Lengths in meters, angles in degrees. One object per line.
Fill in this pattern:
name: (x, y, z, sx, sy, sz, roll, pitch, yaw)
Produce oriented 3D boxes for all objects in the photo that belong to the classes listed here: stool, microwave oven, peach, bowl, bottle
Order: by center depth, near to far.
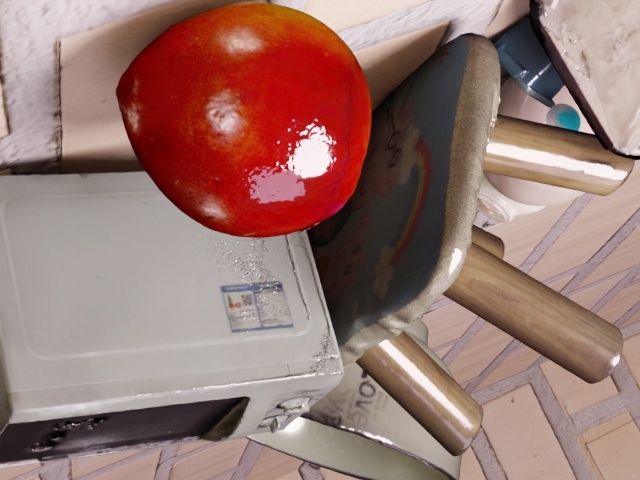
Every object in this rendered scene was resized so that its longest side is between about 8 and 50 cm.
peach: (-0.060, -0.092, 1.071, 0.197, 0.197, 0.197, -24, 164, -7)
microwave oven: (-0.165, 0.068, 1.227, 0.295, 0.238, 0.181, -4, 155, -28)
stool: (0.131, 0.011, 1.339, 0.226, 0.310, 0.310, 25, 143, -19)
bottle: (0.236, -0.099, 1.572, 0.147, 0.148, 0.236, -22, 171, -13)
bowl: (0.027, 0.172, 1.748, 0.353, 0.185, 0.354, 18, 164, 5)

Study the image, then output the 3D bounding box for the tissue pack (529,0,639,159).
tissue pack: (0.388, -0.192, 1.379, 0.198, 0.210, 0.370, -40, 160, 29)

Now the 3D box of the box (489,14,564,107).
box: (0.215, -0.181, 1.400, 0.054, 0.074, 0.099, -45, 159, 15)
